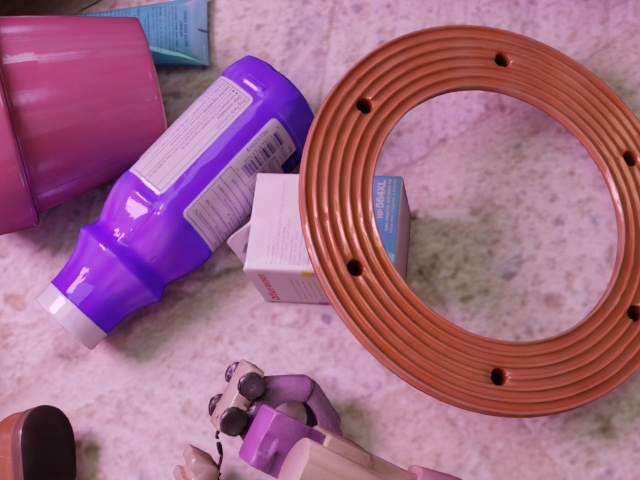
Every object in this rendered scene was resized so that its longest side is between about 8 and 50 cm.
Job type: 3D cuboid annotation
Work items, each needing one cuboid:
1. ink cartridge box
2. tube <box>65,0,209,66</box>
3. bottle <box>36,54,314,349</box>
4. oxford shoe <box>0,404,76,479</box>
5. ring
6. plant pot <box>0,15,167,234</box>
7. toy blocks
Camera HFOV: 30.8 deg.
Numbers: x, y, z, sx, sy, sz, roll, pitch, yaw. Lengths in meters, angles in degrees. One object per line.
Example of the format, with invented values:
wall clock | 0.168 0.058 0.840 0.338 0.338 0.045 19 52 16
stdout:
ink cartridge box | 0.000 0.000 0.990 0.143 0.092 0.089 3 70 10
tube | -0.212 -0.195 1.132 0.207 0.052 0.080 -6 72 2
bottle | -0.125 -0.030 1.012 0.092 0.118 0.283 40 81 21
oxford shoe | -0.248 0.247 0.963 0.076 0.076 0.212 -16 66 37
ring | 0.142 -0.021 0.947 0.337 0.032 0.336 6 69 -17
plant pot | -0.238 -0.119 1.039 0.180 0.201 0.201 -14 66 -13
toy blocks | 0.015 0.280 0.841 0.260 0.309 0.288 28 87 -14
